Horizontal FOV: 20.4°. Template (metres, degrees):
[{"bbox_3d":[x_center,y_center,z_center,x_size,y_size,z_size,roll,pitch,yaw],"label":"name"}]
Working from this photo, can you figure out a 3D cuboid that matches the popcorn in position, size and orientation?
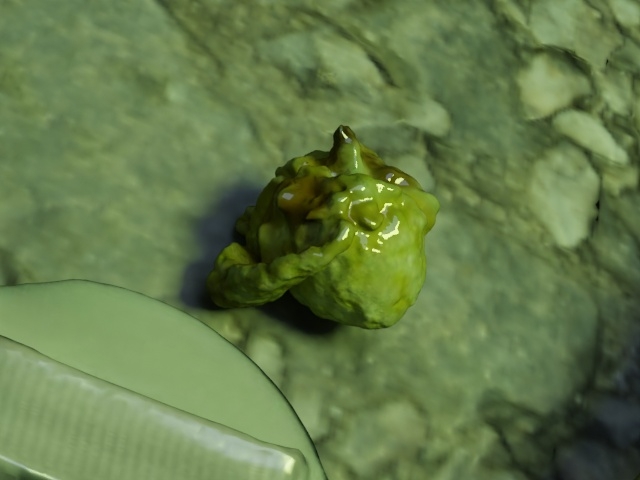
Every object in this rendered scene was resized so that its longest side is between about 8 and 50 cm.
[{"bbox_3d":[0.002,0.001,0.603,0.083,0.059,0.068,-22,69,-29],"label":"popcorn"}]

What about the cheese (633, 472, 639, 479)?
[{"bbox_3d":[0.251,0.151,0.578,0.328,0.129,0.351,39,47,3],"label":"cheese"}]

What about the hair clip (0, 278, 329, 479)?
[{"bbox_3d":[-0.075,0.063,0.522,0.220,0.054,0.140,24,44,-15],"label":"hair clip"}]
